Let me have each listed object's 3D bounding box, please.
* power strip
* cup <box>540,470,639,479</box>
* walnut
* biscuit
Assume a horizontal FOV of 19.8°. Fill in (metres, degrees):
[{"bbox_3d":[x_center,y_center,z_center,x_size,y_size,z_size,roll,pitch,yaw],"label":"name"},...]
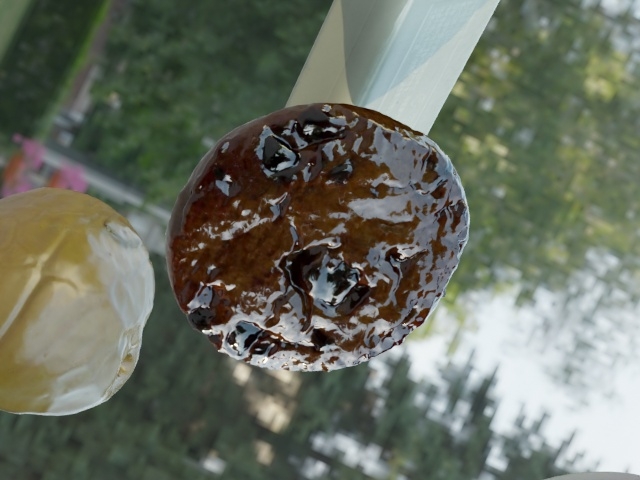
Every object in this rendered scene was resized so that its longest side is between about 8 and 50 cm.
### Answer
[{"bbox_3d":[0.066,-0.160,1.128,0.098,0.058,0.338,-17,149,-37],"label":"power strip"},{"bbox_3d":[0.221,0.373,1.326,0.253,0.253,0.371,-89,162,-69],"label":"cup"},{"bbox_3d":[-0.103,0.014,0.689,0.052,0.091,0.121,-57,-179,29],"label":"walnut"},{"bbox_3d":[0.000,0.000,1.127,0.192,0.192,0.049,-61,-153,17],"label":"biscuit"}]
